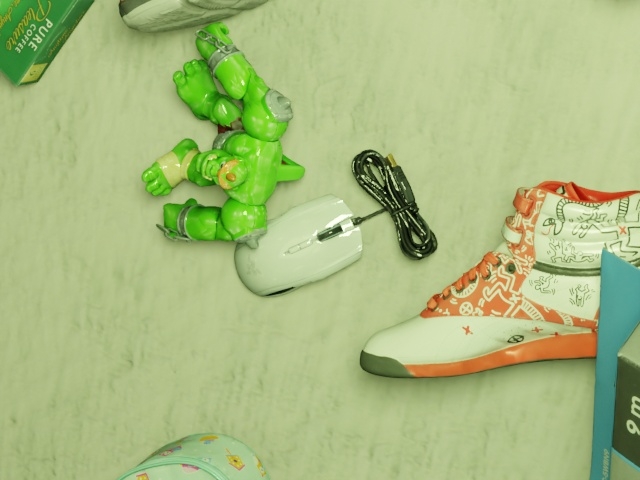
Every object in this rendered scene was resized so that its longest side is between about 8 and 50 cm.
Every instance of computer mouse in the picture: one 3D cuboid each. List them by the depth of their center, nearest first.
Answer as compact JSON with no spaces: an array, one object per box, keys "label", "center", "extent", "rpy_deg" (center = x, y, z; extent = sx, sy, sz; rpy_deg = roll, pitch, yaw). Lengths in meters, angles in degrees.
[{"label":"computer mouse","center":[0.000,0.000,1.458],"extent":[0.193,0.042,0.106],"rpy_deg":[-26,90,25]}]

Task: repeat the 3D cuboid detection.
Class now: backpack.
[{"label":"backpack","center":[-0.111,0.275,1.508],"extent":[0.166,0.144,0.188],"rpy_deg":[-19,89,31]}]

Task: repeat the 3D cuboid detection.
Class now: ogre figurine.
[{"label":"ogre figurine","center":[-0.081,-0.080,1.455],"extent":[0.118,0.097,0.197],"rpy_deg":[28,95,35]}]

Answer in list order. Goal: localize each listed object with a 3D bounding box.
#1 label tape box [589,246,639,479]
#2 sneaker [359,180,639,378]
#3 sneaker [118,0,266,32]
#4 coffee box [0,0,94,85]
[{"label":"label tape box","center":[0.278,0.185,1.183],"extent":[0.334,0.106,0.240],"rpy_deg":[32,135,45]},{"label":"sneaker","center":[0.153,0.029,1.373],"extent":[0.270,0.090,0.145],"rpy_deg":[-8,96,21]},{"label":"sneaker","center":[-0.051,-0.309,1.390],"extent":[0.321,0.124,0.180],"rpy_deg":[-27,85,15]},{"label":"coffee box","center":[-0.304,-0.244,1.544],"extent":[0.184,0.040,0.113],"rpy_deg":[43,114,11]}]
